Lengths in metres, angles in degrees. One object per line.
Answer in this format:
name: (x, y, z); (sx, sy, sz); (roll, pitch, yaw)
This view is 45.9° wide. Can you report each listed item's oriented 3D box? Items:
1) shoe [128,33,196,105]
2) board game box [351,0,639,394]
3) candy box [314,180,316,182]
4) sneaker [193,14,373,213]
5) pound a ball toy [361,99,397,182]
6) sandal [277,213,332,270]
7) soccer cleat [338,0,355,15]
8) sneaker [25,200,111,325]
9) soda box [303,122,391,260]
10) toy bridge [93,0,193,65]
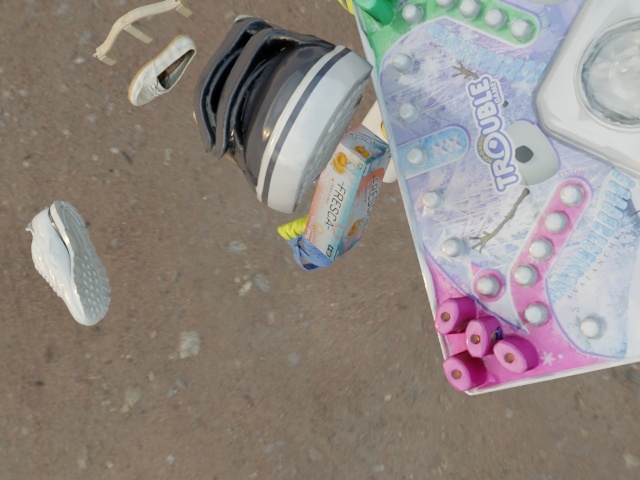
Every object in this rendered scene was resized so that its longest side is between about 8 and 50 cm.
shoe: (-0.381, -0.402, 1.819); (0.219, 0.076, 0.058); (-45, 60, 12)
board game box: (0.220, -0.117, 0.527); (0.390, 0.050, 0.389); (-18, 79, 26)
candy box: (-0.043, -0.260, 1.768); (0.070, 0.164, 0.196); (0, 53, 22)
sneaker: (-0.040, -0.104, 0.587); (0.128, 0.321, 0.126); (30, 96, -3)
pound a ball toy: (0.121, -0.249, 1.474); (0.208, 0.319, 0.135); (37, 52, 0)
sandal: (0.000, 0.000, 1.819); (0.126, 0.317, 0.138); (-22, 93, -16)
soccer cleat: (0.039, -0.468, 1.249); (0.093, 0.121, 0.289); (-35, 117, 8)
sneaker: (-0.441, 0.049, 1.313); (0.095, 0.090, 0.235); (-29, 68, 14)
soda box: (0.034, -0.061, 0.995); (0.063, 0.058, 0.183); (42, 140, 22)
toy bridge: (-0.305, -0.351, 1.252); (0.188, 0.063, 0.026); (-25, 70, 20)
